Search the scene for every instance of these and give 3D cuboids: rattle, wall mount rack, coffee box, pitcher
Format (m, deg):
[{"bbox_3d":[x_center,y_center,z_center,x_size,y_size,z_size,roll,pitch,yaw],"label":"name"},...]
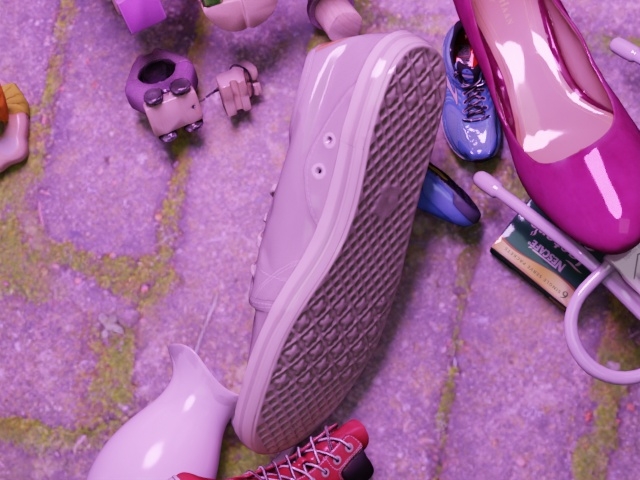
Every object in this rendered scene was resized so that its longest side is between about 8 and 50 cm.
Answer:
[{"bbox_3d":[-0.434,-0.128,1.308,0.199,0.143,0.130,-1,100,1],"label":"rattle"},{"bbox_3d":[0.337,-0.035,1.165,0.350,0.130,0.304,-44,86,-1],"label":"wall mount rack"},{"bbox_3d":[0.279,-0.026,1.248,0.113,0.040,0.184,41,89,10],"label":"coffee box"},{"bbox_3d":[-0.138,0.238,1.233,0.177,0.125,0.207,32,75,-5],"label":"pitcher"}]

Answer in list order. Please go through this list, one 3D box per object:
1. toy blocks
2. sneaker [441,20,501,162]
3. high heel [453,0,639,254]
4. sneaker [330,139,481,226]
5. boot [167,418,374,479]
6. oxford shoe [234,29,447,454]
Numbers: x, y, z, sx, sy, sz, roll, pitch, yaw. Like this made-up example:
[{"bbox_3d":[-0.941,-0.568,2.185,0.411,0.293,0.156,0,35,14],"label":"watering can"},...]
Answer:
[{"bbox_3d":[-0.128,-0.337,1.283,0.288,0.309,0.260,-22,47,-8],"label":"toy blocks"},{"bbox_3d":[0.157,-0.163,1.267,0.063,0.073,0.162,-9,81,6],"label":"sneaker"},{"bbox_3d":[0.205,-0.160,1.132,0.127,0.181,0.377,-31,49,12],"label":"high heel"},{"bbox_3d":[0.075,-0.066,1.272,0.209,0.069,0.082,36,99,11],"label":"sneaker"},{"bbox_3d":[-0.041,0.230,1.160,0.176,0.244,0.088,-50,54,-2],"label":"boot"},{"bbox_3d":[0.000,0.000,1.192,0.130,0.169,0.449,24,103,35],"label":"oxford shoe"}]
